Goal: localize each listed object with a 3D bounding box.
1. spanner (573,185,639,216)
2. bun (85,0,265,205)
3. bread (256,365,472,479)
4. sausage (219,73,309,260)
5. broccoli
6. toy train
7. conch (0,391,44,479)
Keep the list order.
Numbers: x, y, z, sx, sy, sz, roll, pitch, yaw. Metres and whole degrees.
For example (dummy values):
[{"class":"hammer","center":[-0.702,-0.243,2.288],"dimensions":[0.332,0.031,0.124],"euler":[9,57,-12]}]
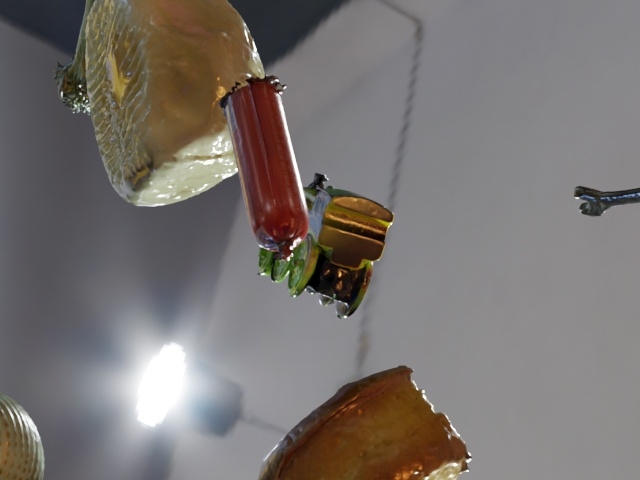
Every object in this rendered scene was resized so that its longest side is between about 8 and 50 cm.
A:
[{"class":"spanner","center":[0.404,-0.057,1.956],"dimensions":[0.254,0.054,0.015],"euler":[-8,-133,47]},{"class":"bun","center":[-0.131,-0.137,1.544],"dimensions":[0.244,0.153,0.244],"euler":[178,-90,-70]},{"class":"bread","center":[0.022,0.329,2.098],"dimensions":[0.194,0.179,0.340],"euler":[46,-61,24]},{"class":"sausage","center":[-0.033,-0.045,1.106],"dimensions":[0.050,0.048,0.145],"euler":[-18,-128,5]},{"class":"broccoli","center":[-0.274,-0.250,2.036],"dimensions":[0.118,0.122,0.204],"euler":[-121,-150,-45]},{"class":"toy train","center":[0.000,0.000,2.091],"dimensions":[0.296,0.100,0.161],"euler":[-154,-98,-73]},{"class":"conch","center":[-0.452,0.308,1.984],"dimensions":[0.215,0.319,0.303],"euler":[-51,-118,15]}]
